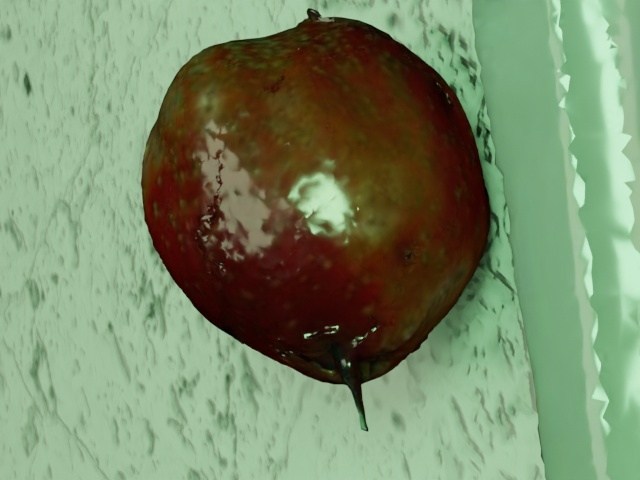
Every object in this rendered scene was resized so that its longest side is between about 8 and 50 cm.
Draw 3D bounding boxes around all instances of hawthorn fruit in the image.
[{"bbox_3d":[0.000,0.000,0.928,0.181,0.181,0.235,-47,47,48],"label":"hawthorn fruit"}]

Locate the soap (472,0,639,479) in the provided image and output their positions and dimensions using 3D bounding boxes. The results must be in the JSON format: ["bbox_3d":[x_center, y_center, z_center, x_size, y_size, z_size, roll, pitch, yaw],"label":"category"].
[{"bbox_3d":[0.247,0.074,0.487,0.350,0.213,0.435,-20,72,53],"label":"soap"}]
